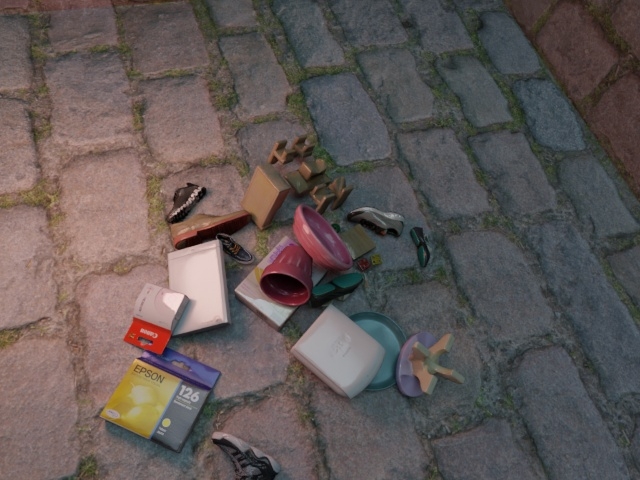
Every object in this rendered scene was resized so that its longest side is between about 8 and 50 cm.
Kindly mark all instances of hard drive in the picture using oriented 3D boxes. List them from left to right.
[{"bbox_3d":[-0.490,0.188,1.772,0.233,0.047,0.352,-15,66,7],"label":"hard drive"}]

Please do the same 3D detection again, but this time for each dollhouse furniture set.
[{"bbox_3d":[-0.132,-0.240,2.023,0.394,0.256,0.362,-26,70,-42],"label":"dollhouse furniture set"}]

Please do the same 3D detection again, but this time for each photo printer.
[{"bbox_3d":[0.078,0.431,1.699,0.308,0.107,0.256,39,65,11],"label":"photo printer"}]

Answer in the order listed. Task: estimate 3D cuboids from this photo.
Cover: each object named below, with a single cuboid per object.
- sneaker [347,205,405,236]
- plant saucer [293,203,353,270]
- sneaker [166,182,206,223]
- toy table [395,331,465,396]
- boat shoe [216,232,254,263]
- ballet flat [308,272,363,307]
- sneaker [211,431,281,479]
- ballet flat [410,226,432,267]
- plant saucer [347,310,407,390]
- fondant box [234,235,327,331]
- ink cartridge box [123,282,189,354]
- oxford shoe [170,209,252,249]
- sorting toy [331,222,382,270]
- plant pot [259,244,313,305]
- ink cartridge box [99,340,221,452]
[{"bbox_3d":[0.255,-0.084,2.035,0.272,0.100,0.107,11,68,-4],"label":"sneaker"},{"bbox_3d":[0.000,0.000,1.821,0.084,0.332,0.332,-40,72,15],"label":"plant saucer"},{"bbox_3d":[-0.614,-0.170,1.954,0.106,0.078,0.234,29,60,9],"label":"sneaker"},{"bbox_3d":[0.418,0.474,1.722,0.252,0.161,0.274,28,64,-17],"label":"toy table"},{"bbox_3d":[-0.367,0.036,1.884,0.184,0.083,0.065,27,63,5],"label":"boat shoe"},{"bbox_3d":[0.058,0.211,1.850,0.281,0.096,0.095,-14,34,-33],"label":"ballet flat"},{"bbox_3d":[-0.280,0.777,1.522,0.269,0.101,0.153,28,61,3],"label":"sneaker"},{"bbox_3d":[0.473,0.026,2.031,0.074,0.074,0.203,-7,63,-12],"label":"ballet flat"},{"bbox_3d":[0.200,0.445,1.796,0.318,0.043,0.317,3,64,-7],"label":"plant saucer"},{"bbox_3d":[-0.159,0.174,1.843,0.238,0.096,0.330,37,63,9],"label":"fondant box"},{"bbox_3d":[-0.637,0.293,1.696,0.189,0.066,0.232,14,61,19],"label":"ink cartridge box"},{"bbox_3d":[-0.472,-0.079,1.906,0.349,0.123,0.130,-19,63,-18],"label":"oxford shoe"},{"bbox_3d":[0.164,0.020,1.996,0.132,0.046,0.274,-30,71,-21],"label":"sorting toy"},{"bbox_3d":[-0.114,0.124,1.725,0.202,0.201,0.180,19,48,1],"label":"plant pot"},{"bbox_3d":[-0.570,0.555,1.608,0.304,0.072,0.307,23,65,3],"label":"ink cartridge box"}]
